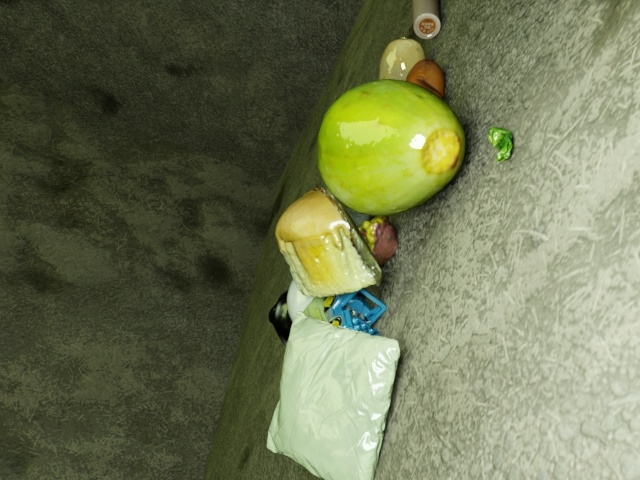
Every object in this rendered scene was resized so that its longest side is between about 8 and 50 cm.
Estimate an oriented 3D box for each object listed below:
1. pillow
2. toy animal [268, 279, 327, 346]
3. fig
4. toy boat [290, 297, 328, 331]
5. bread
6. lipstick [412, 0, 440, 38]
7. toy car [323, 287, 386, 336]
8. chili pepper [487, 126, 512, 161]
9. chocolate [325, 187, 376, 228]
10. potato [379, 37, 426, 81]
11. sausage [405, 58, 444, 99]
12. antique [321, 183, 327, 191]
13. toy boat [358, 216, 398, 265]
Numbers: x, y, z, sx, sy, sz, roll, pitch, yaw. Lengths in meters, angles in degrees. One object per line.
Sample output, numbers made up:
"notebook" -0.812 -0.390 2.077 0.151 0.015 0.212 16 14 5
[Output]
"pillow" 0.010 0.284 1.241 0.280 0.076 0.275 10 87 50
"toy animal" -0.010 0.156 1.632 0.235 0.165 0.187 128 153 -52
"fig" 0.142 -0.171 1.281 0.326 0.258 0.258 9 79 61
"toy boat" -0.005 0.233 1.411 0.111 0.084 0.277 119 145 -54
"bread" 0.000 0.000 1.380 0.204 0.162 0.262 67 170 -13
"lipstick" 0.277 -0.618 1.825 0.255 0.070 0.070 -83 16 -48
"toy car" 0.073 0.153 1.372 0.100 0.097 0.191 -44 28 18
"chili pepper" 0.284 -0.152 1.084 0.091 0.034 0.030 -88 -13 -55
"chocolate" 0.071 -0.054 1.682 0.083 0.161 0.262 55 132 54
"potato" 0.203 -0.417 1.741 0.109 0.118 0.178 -23 -52 -55
"sausage" 0.230 -0.339 1.528 0.179 0.089 0.089 -75 11 -52
"antique" 0.076 -0.133 1.821 0.150 0.125 0.284 -102 33 -68
"toy boat" 0.100 0.011 1.531 0.318 0.099 0.141 136 154 -73
